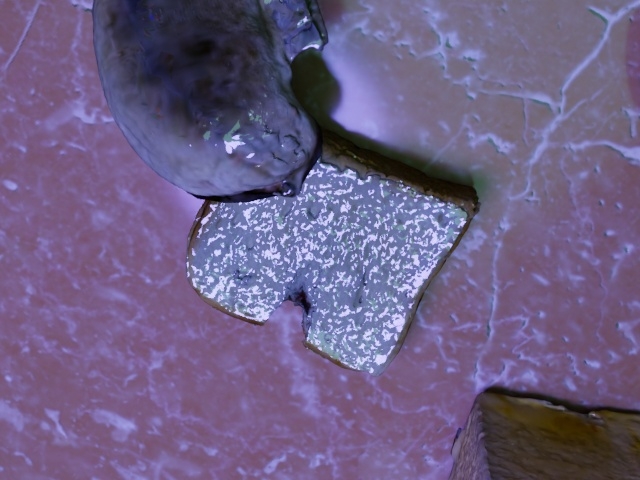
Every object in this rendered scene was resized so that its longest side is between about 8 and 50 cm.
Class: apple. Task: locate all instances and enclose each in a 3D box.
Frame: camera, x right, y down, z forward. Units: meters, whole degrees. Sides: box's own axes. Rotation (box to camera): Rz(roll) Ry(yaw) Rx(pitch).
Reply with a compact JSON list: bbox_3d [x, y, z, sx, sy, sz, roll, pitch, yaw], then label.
[{"bbox_3d":[0.303,0.301,1.159,0.309,0.314,0.252,15,65,1],"label":"apple"}]

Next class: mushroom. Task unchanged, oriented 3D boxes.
[{"bbox_3d":[-0.117,-0.201,1.018,0.248,0.130,0.344,-11,83,28],"label":"mushroom"}]

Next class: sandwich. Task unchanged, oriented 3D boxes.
[{"bbox_3d":[0.000,0.000,1.148,0.273,0.095,0.249,25,107,-3],"label":"sandwich"}]
